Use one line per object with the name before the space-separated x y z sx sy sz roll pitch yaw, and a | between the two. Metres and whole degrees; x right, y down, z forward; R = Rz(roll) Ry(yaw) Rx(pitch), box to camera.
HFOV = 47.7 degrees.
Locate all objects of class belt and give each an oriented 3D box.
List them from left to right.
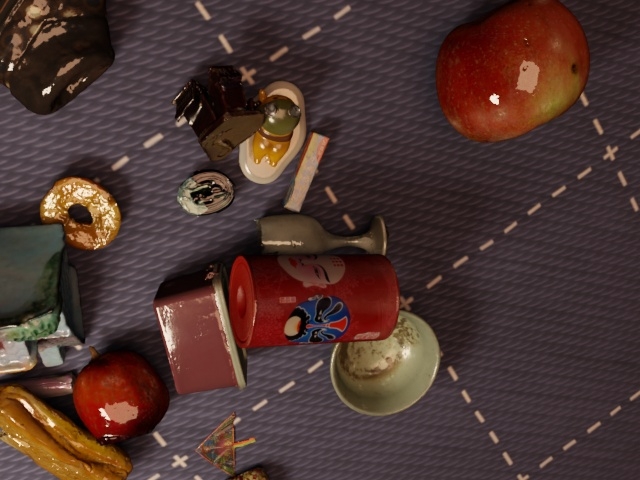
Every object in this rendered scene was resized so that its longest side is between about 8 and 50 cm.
belt | -0.268 -0.113 1.699 0.140 0.058 0.105 -19 104 -7

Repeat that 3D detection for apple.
apple | 0.430 -0.390 1.648 0.348 0.348 0.277 -26 102 -5

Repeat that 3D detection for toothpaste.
toothpaste | -0.035 -0.163 1.734 0.044 0.070 0.193 20 99 -15

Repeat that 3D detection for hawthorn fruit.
hawthorn fruit | -0.478 0.356 1.700 0.215 0.215 0.250 -38 87 -1

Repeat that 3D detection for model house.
model house | -0.717 0.185 1.585 0.360 0.297 0.339 -6 137 -11
model house | -0.227 -0.296 1.609 0.203 0.141 0.164 -30 71 31

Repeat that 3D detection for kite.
kite | -0.249 0.539 1.896 0.159 0.010 0.190 -2 106 -14

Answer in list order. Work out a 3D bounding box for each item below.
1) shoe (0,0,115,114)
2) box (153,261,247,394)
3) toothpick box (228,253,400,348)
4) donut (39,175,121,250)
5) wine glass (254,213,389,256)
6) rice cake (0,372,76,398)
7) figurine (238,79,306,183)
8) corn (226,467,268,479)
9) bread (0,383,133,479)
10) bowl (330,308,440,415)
shoe | -0.525 -0.448 1.493 0.237 0.171 0.384 37 95 -12
box | -0.281 0.215 1.715 0.167 0.193 0.294 -13 105 -3
toothpick box | -0.017 0.130 1.600 0.333 0.204 0.204 -1 104 -22
donut | -0.541 -0.065 1.648 0.162 0.065 0.178 -44 110 6
wine glass | 0.000 0.000 1.749 0.321 0.143 0.143 2 104 -11
rice cake | -0.716 0.357 1.720 0.269 0.049 0.055 -5 105 -12
figurine | -0.102 -0.241 1.662 0.166 0.141 0.250 8 102 -16
corn | -0.264 0.686 1.888 0.289 0.098 0.098 -23 108 -4
bread | -0.628 0.474 1.713 0.380 0.185 0.109 43 47 -23
bowl | 0.146 0.288 1.852 0.289 0.146 0.289 -4 105 -14
